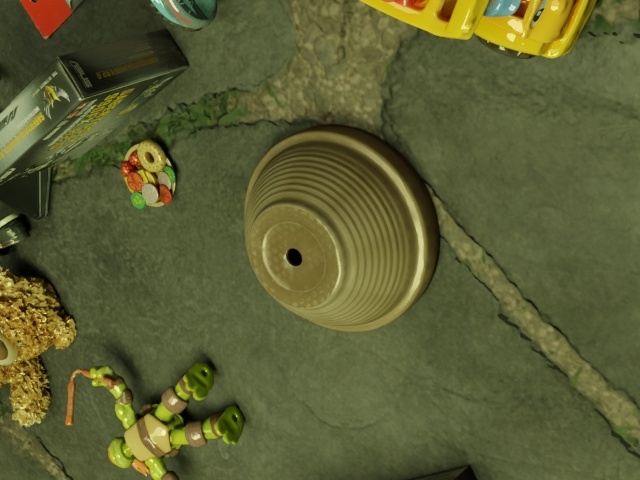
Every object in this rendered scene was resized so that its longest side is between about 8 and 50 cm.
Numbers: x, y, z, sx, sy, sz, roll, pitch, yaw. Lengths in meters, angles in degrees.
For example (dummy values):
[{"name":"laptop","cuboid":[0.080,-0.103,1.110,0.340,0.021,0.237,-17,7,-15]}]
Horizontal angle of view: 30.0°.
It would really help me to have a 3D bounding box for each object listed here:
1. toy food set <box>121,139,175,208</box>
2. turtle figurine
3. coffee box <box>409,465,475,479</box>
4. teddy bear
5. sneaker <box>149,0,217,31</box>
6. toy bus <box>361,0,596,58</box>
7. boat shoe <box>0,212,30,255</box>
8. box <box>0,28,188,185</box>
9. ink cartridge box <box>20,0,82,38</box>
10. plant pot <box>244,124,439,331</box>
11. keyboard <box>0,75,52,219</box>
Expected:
[{"name":"toy food set","cuboid":[-0.209,-0.079,1.458,0.083,0.020,0.082,-22,96,37]},{"name":"turtle figurine","cuboid":[-0.201,0.258,1.545,0.217,0.087,0.269,-30,82,30]},{"name":"coffee box","cuboid":[0.063,0.353,1.375,0.246,0.141,0.098,-23,95,38]},{"name":"teddy bear","cuboid":[-0.491,0.162,1.683,0.338,0.113,0.245,-11,104,36]},{"name":"sneaker","cuboid":[-0.130,-0.348,1.248,0.125,0.104,0.261,6,112,29]},{"name":"toy bus","cuboid":[0.120,-0.244,1.058,0.220,0.211,0.149,29,120,19]},{"name":"boat shoe","cuboid":[-0.443,0.005,1.626,0.133,0.049,0.042,-26,97,40]},{"name":"box","cuboid":[-0.288,-0.148,1.381,0.231,0.183,0.056,-32,89,37]},{"name":"ink cartridge box","cuboid":[-0.330,-0.343,1.418,0.179,0.045,0.145,-34,88,35]},{"name":"plant pot","cuboid":[0.000,0.000,1.297,0.237,0.110,0.237,12,114,29]},{"name":"keyboard","cuboid":[-0.479,-0.167,1.594,0.317,0.033,0.201,25,127,22]}]
